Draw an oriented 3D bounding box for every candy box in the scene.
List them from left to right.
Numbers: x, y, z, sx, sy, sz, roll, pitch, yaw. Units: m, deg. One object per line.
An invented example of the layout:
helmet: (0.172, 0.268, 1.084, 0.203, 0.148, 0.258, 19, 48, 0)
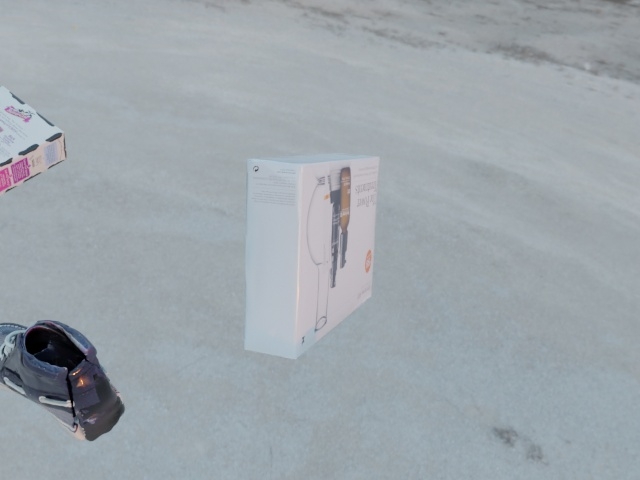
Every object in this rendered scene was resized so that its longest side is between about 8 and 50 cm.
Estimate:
candy box: (-0.574, -0.149, 0.977, 0.159, 0.071, 0.233, 37, 51, 11)

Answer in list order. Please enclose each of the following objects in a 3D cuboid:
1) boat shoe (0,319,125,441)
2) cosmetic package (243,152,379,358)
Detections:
boat shoe: (-0.456, 0.175, 0.939, 0.341, 0.158, 0.127, 18, 41, 27)
cosmetic package: (0.000, 0.000, 0.994, 0.098, 0.284, 0.377, 9, 13, 21)
